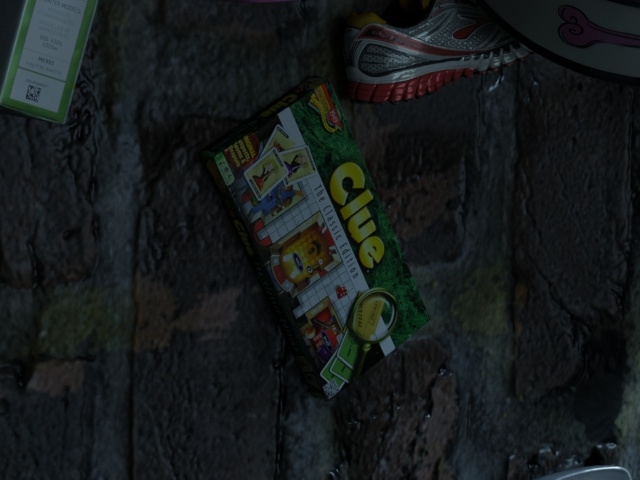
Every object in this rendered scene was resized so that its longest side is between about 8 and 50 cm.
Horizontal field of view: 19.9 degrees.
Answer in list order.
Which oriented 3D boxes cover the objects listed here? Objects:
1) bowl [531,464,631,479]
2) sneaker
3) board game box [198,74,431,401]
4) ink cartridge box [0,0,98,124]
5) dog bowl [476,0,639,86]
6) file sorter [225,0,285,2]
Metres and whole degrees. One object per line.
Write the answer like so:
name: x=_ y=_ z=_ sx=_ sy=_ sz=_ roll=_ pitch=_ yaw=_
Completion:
bowl: x=0.244 y=0.292 z=1.819 sx=0.142 sy=0.053 sz=0.142 roll=-6 pitch=102 yaw=-35
sneaker: x=0.118 y=-0.191 z=1.627 sx=0.225 sy=0.088 sz=0.092 roll=-22 pitch=109 yaw=-31
board game box: x=0.000 y=0.000 z=1.611 sx=0.136 sy=0.030 sz=0.259 roll=-38 pitch=118 yaw=-27
ink cartridge box: x=-0.215 y=-0.198 z=1.374 sx=0.062 sy=0.109 sz=0.209 roll=15 pitch=89 yaw=-37
dog bowl: x=0.298 y=-0.341 z=1.537 sx=0.408 sy=0.408 sz=0.150 roll=-56 pitch=165 yaw=-15
file sorter: x=-0.024 y=-0.333 z=1.432 sx=0.182 sy=0.202 sz=0.290 roll=-10 pitch=104 yaw=-33
